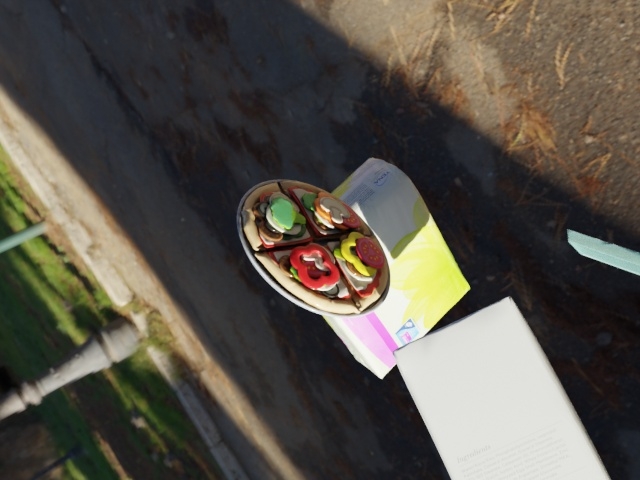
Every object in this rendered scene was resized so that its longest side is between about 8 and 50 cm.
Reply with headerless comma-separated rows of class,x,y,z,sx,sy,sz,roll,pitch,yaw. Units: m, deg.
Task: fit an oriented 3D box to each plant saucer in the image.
plant saucer,0.419,0.031,0.994,0.192,0.018,0.067,23,174,43

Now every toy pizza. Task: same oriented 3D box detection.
toy pizza,0.000,0.000,0.857,0.201,0.201,0.032,52,130,17

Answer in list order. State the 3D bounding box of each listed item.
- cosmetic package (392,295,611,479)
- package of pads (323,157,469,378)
cosmetic package,0.201,0.198,0.803,0.224,0.138,0.224,64,-171,18
package of pads,0.093,0.043,1.186,0.101,0.229,0.296,32,162,52
